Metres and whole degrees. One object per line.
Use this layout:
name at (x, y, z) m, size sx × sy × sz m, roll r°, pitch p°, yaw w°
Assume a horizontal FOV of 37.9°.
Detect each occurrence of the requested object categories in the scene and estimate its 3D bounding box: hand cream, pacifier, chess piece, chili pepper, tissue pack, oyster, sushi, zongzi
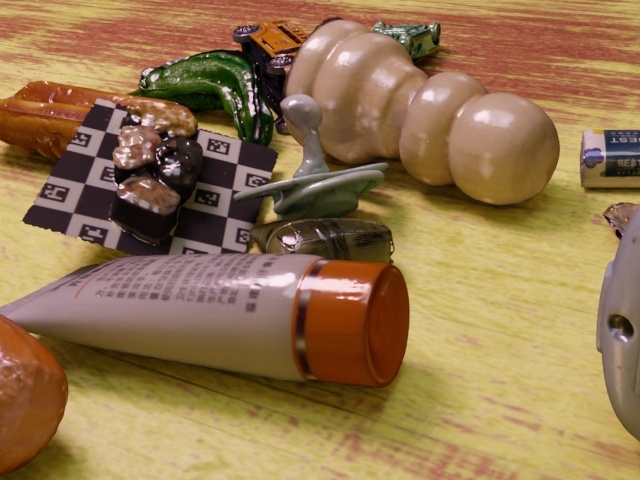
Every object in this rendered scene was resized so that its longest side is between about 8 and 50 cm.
hand cream at (-0.096, 0.048, 0.690) m, size 0.314 × 0.089 × 0.139 m, roll 7°, pitch 19°, yaw 27°
pacifier at (-0.008, -0.075, 0.835) m, size 0.150 × 0.116 × 0.127 m, roll -11°, pitch 3°, yaw -28°
chess piece at (0.099, -0.111, 0.882) m, size 0.261 × 0.143 × 0.143 m, roll 28°, pitch 45°, yaw 35°
chili pepper at (-0.138, -0.165, 1.073) m, size 0.279 × 0.065 × 0.122 m, roll 16°, pitch 58°, yaw 42°
tissue pack at (0.285, -0.077, 0.866) m, size 0.083 × 0.042 × 0.062 m, roll 2°, pitch 30°, yaw 13°
oyster at (0.270, -0.007, 0.777) m, size 0.054 × 0.019 × 0.083 m, roll -8°, pitch 29°, yaw -5°
sushi at (-0.140, -0.071, 0.849) m, size 0.192 × 0.050 × 0.215 m, roll 16°, pitch 39°, yaw -4°
zongzi at (0.000, 0.000, 0.798) m, size 0.104 × 0.052 × 0.113 m, roll -7°, pitch 17°, yaw -16°

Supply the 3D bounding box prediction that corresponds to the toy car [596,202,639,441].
toy car at (0.313, 0.042, 0.553) m, size 0.270 × 0.180 × 0.212 m, roll 10°, pitch 24°, yaw 24°

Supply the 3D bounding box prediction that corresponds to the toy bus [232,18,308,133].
toy bus at (-0.037, -0.197, 1.085) m, size 0.088 × 0.083 × 0.194 m, roll -17°, pitch 33°, yaw -14°

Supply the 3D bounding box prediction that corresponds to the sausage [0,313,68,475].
sausage at (-0.282, 0.080, 0.659) m, size 0.274 × 0.105 × 0.105 m, roll 19°, pitch 40°, yaw 37°

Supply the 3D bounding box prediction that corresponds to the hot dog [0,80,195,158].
hot dog at (-0.252, -0.126, 1.018) m, size 0.269 × 0.072 × 0.115 m, roll 13°, pitch 38°, yaw 27°

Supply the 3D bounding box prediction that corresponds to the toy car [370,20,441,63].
toy car at (0.086, -0.237, 1.152) m, size 0.093 × 0.058 × 0.186 m, roll 8°, pitch 22°, yaw 23°
